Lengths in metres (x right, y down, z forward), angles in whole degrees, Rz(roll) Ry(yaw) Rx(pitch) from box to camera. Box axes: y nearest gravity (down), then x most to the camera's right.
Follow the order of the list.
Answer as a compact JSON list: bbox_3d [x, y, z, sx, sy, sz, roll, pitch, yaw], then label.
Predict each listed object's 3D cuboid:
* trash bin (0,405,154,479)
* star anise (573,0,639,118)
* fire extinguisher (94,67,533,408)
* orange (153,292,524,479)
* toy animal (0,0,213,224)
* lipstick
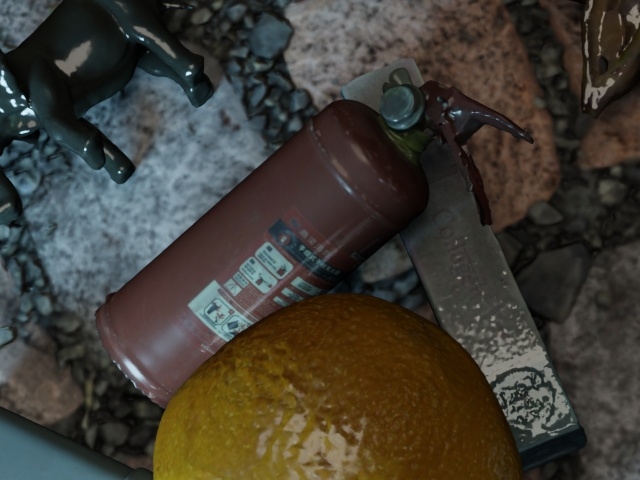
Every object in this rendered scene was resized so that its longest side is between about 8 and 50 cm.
[{"bbox_3d":[-0.208,0.225,1.297,0.236,0.101,0.177,23,78,20],"label":"trash bin"},{"bbox_3d":[0.277,-0.219,1.364,0.292,0.109,0.349,-44,58,1],"label":"star anise"},{"bbox_3d":[0.000,0.000,1.280,0.337,0.106,0.147,-40,65,16],"label":"fire extinguisher"},{"bbox_3d":[0.015,0.168,1.189,0.264,0.264,0.264,-4,70,10],"label":"orange"},{"bbox_3d":[-0.200,-0.110,1.421,0.146,0.114,0.245,39,60,14],"label":"toy animal"},{"bbox_3d":[0.103,0.016,1.328,0.066,0.068,0.317,-24,68,4],"label":"lipstick"}]
